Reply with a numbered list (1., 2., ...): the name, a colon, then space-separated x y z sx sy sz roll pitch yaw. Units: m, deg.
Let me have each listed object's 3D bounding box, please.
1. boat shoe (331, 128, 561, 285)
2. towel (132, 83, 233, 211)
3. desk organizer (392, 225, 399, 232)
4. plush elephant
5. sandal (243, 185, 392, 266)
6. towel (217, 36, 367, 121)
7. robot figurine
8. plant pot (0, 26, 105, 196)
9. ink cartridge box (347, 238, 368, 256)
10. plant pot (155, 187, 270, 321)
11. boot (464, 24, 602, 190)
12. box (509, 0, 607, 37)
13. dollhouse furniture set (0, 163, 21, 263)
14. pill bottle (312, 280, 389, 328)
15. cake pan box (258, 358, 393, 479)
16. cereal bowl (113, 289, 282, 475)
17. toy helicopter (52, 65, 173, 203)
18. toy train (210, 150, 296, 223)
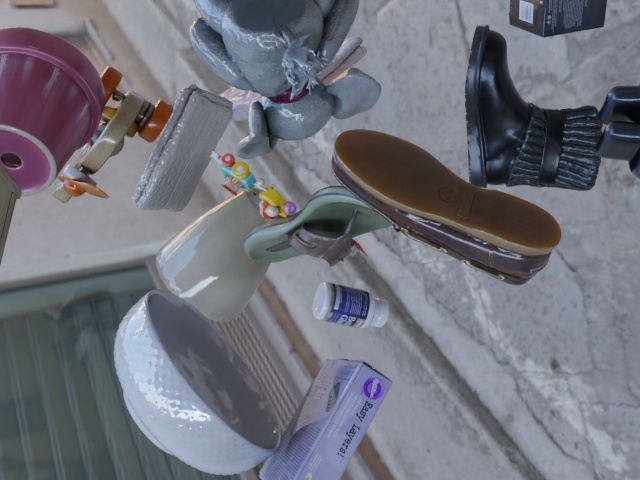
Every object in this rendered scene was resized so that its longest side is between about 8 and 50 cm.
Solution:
1. boat shoe: 0.099 -0.023 0.598 0.207 0.073 0.073 30 145 9
2. towel: -0.291 -0.189 1.459 0.049 0.187 0.282 31 99 16
3. desk organizer: 0.245 -0.072 1.800 0.050 0.130 0.047 68 -170 16
4. plush elephant: -0.054 -0.276 1.091 0.255 0.272 0.330 83 170 -57
5. sandal: 0.000 0.001 1.006 0.303 0.120 0.086 -24 54 46
6. towel: -0.098 -0.369 1.608 0.332 0.317 0.053 2 127 43
7. robot figurine: 0.570 -0.169 1.036 0.173 0.278 0.209 -62 -26 -60
8. plant pot: -0.422 -0.169 0.974 0.201 0.201 0.180 107 165 -45
9. ink cartridge box: 0.065 0.009 1.737 0.115 0.029 0.063 38 170 41
10. plant pot: -0.213 0.011 1.658 0.274 0.256 0.256 -47 50 21
11. boot: 0.423 -0.260 1.367 0.131 0.260 0.347 -67 -28 -58
12. box: 0.542 -0.537 1.579 0.156 0.158 0.093 -119 19 -58
13. dollhouse furniture set: -0.338 0.009 0.420 0.212 0.242 0.161 90 -179 -65
14. pill bottle: 0.074 0.160 1.654 0.094 0.169 0.094 -166 90 -72
15. cake pan box: -0.001 0.317 1.144 0.070 0.245 0.267 35 165 -6
16. cereal bowl: -0.222 0.254 1.151 0.339 0.141 0.339 49 -177 -4
17. toy helicopter: -0.440 -0.150 1.320 0.355 0.140 0.235 -30 36 46
18. toy train: -0.102 -0.064 1.028 0.166 0.046 0.125 40 168 -24
